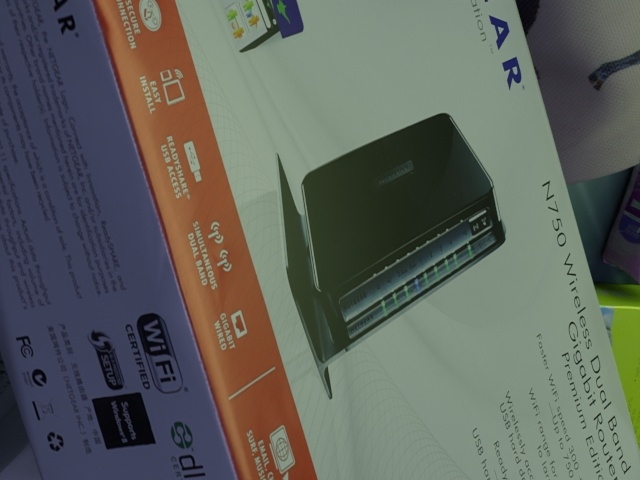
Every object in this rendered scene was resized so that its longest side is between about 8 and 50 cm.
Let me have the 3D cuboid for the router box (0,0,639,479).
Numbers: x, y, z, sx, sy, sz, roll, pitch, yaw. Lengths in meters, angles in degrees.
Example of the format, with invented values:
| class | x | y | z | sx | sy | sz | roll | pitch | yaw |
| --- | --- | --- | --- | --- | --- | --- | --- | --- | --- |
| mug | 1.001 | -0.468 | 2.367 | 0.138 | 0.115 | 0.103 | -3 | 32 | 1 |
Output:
| class | x | y | z | sx | sy | sz | roll | pitch | yaw |
| --- | --- | --- | --- | --- | --- | --- | --- | --- | --- |
| router box | 0.000 | 0.000 | 0.696 | 0.301 | 0.082 | 0.335 | -30 | 106 | -57 |

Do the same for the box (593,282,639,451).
| class | x | y | z | sx | sy | sz | roll | pitch | yaw |
| --- | --- | --- | --- | --- | --- | --- | --- | --- | --- |
| box | 0.120 | 0.079 | 1.066 | 0.178 | 0.042 | 0.109 | 3 | 107 | -27 |

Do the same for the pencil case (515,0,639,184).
| class | x | y | z | sx | sy | sz | roll | pitch | yaw |
| --- | --- | --- | --- | --- | --- | --- | --- | --- | --- |
| pencil case | 0.076 | -0.209 | 0.873 | 0.160 | 0.184 | 0.410 | -50 | 127 | -35 |

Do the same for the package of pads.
| class | x | y | z | sx | sy | sz | roll | pitch | yaw |
| --- | --- | --- | --- | --- | --- | --- | --- | --- | --- |
| package of pads | 0.199 | -0.015 | 1.063 | 0.032 | 0.050 | 0.083 | 12 | 103 | -29 |

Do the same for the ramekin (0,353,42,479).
| class | x | y | z | sx | sy | sz | roll | pitch | yaw |
| --- | --- | --- | --- | --- | --- | --- | --- | --- | --- |
| ramekin | -0.118 | 0.105 | 0.833 | 0.277 | 0.277 | 0.135 | -42 | 114 | -6 |
